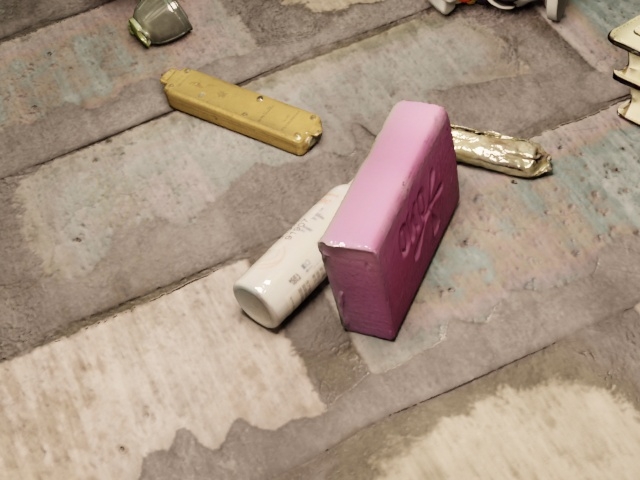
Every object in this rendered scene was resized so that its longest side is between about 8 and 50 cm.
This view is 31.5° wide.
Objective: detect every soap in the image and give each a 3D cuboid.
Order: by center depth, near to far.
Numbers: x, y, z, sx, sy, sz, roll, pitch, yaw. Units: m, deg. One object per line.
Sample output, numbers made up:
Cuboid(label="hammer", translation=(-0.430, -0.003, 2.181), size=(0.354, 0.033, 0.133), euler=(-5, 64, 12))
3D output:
Cuboid(label="soap", translation=(0.094, -0.027, 1.435), size=(0.081, 0.181, 0.259), euler=(11, 51, 23))

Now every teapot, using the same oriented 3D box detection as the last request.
Cuboid(label="teapot", translation=(-0.270, -0.360, 1.871), size=(0.091, 0.124, 0.092), euler=(-35, 92, -4))

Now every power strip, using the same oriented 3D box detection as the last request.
Cuboid(label="power strip", translation=(-0.124, -0.199, 1.718), size=(0.305, 0.044, 0.064), euler=(23, 57, 25))

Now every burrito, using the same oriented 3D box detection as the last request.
Cuboid(label="burrito", translation=(0.236, -0.128, 1.592), size=(0.188, 0.045, 0.058), euler=(16, 79, 19))

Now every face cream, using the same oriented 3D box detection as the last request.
Cuboid(label="face cream", translation=(0.000, 0.000, 1.495), size=(0.082, 0.082, 0.269), euler=(28, 58, 29))

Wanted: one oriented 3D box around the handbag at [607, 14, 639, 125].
Cuboid(label="handbag", translation=(0.609, -0.263, 1.564), size=(0.359, 0.160, 0.237), euler=(-31, 37, -16))

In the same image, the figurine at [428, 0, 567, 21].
Cuboid(label="figurine", translation=(0.276, -0.433, 1.795), size=(0.236, 0.133, 0.176), euler=(12, 43, 16))
